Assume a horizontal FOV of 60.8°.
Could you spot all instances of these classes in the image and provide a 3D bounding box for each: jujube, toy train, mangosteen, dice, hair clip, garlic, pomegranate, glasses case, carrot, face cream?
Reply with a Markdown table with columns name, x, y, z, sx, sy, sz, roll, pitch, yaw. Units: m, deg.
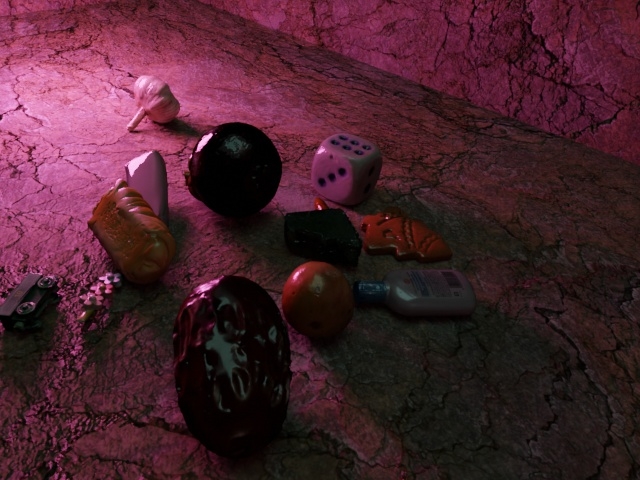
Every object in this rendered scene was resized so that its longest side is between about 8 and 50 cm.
| name | x | y | z | sx | sy | sz | roll | pitch | yaw |
| --- | --- | --- | --- | --- | --- | --- | --- | --- | --- |
| jujube | -0.178 | 0.239 | 1.120 | 0.258 | 0.258 | 0.377 | -3 | 40 | -20 |
| toy train | -0.674 | 0.142 | 1.263 | 0.099 | 0.070 | 0.172 | 6 | 37 | 4 |
| mangosteen | -0.266 | -0.221 | 1.696 | 0.297 | 0.297 | 0.313 | -2 | 13 | -18 |
| dice | 0.092 | -0.249 | 1.903 | 0.193 | 0.192 | 0.194 | 30 | 38 | 22 |
| hair clip | -0.534 | 0.132 | 1.323 | 0.062 | 0.056 | 0.214 | 12 | 36 | 0 |
| garlic | -0.667 | -0.505 | 2.082 | 0.199 | 0.199 | 0.226 | 33 | 69 | 26 |
| pomegranate | -0.005 | 0.144 | 1.350 | 0.191 | 0.191 | 0.191 | 8 | 36 | -6 |
| glasses case | -0.526 | -0.133 | 1.652 | 0.128 | 0.083 | 0.308 | -13 | 53 | -2 |
| carrot | 0.006 | -0.101 | 1.804 | 0.048 | 0.048 | 0.139 | -5 | 37 | -22 |
| face cream | 0.256 | 0.143 | 1.511 | 0.336 | 0.080 | 0.163 | 1 | 38 | -15 |

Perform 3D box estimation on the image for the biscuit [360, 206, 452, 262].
| name | x | y | z | sx | sy | sz | roll | pitch | yaw |
| --- | --- | --- | --- | --- | --- | --- | --- | --- | --- |
| biscuit | 0.280 | -0.013 | 1.761 | 0.306 | 0.043 | 0.284 | 21 | 37 | 12 |

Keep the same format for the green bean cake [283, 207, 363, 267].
| name | x | y | z | sx | sy | sz | roll | pitch | yaw |
| --- | --- | --- | --- | --- | --- | --- | --- | --- | --- |
| green bean cake | 0.000 | 0.000 | 1.613 | 0.208 | 0.107 | 0.193 | -3 | 41 | -18 |

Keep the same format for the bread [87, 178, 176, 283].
| name | x | y | z | sx | sy | sz | roll | pitch | yaw |
| --- | --- | --- | --- | --- | --- | --- | --- | --- | --- |
| bread | -0.494 | -0.013 | 1.448 | 0.311 | 0.173 | 0.121 | 45 | 8 | 30 |
